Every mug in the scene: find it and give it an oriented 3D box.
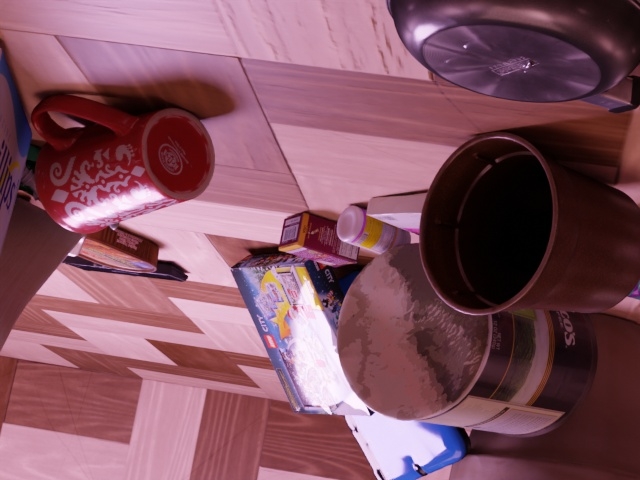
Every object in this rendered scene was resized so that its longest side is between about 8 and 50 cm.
[{"bbox_3d":[-0.206,-0.077,1.408,0.150,0.113,0.169,20,160,-41],"label":"mug"}]

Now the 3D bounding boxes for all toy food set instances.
[{"bbox_3d":[-0.413,0.014,1.613,0.219,0.092,0.306,27,-160,-3],"label":"toy food set"}]

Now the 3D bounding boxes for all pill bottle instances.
[{"bbox_3d":[0.063,-0.009,1.621,0.083,0.043,0.043,19,164,-34],"label":"pill bottle"}]

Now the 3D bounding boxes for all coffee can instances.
[{"bbox_3d":[0.178,0.124,1.675,0.201,0.201,0.275,0,170,36],"label":"coffee can"}]

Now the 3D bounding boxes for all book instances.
[{"bbox_3d":[0.135,-0.016,1.567,0.144,0.035,0.096,21,167,-36],"label":"book"}]

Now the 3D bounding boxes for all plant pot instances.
[{"bbox_3d":[0.356,0.253,1.975,0.323,0.280,0.323,10,167,2],"label":"plant pot"},{"bbox_3d":[0.209,-0.003,1.319,0.165,0.167,0.167,12,168,-39],"label":"plant pot"}]

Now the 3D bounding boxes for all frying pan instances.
[{"bbox_3d":[0.175,-0.126,1.063,0.197,0.053,0.326,2,161,35],"label":"frying pan"}]

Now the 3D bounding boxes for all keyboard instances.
[{"bbox_3d":[-0.299,0.037,2.129,0.180,0.023,0.108,5,172,17],"label":"keyboard"}]

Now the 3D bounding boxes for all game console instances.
[{"bbox_3d":[0.097,0.186,2.016,0.250,0.293,0.173,-33,176,42],"label":"game console"}]

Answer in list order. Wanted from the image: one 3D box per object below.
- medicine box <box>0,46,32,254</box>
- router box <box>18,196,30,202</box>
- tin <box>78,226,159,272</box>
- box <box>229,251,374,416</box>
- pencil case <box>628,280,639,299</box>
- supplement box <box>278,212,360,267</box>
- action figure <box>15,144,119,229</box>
[{"bbox_3d":[-0.392,-0.028,1.351,0.149,0.289,0.263,13,166,-2],"label":"medicine box"},{"bbox_3d":[-0.482,-0.041,1.890,0.179,0.046,0.133,13,166,-12],"label":"router box"},{"bbox_3d":[-0.305,0.004,1.965,0.106,0.040,0.189,-5,160,36],"label":"tin"},{"bbox_3d":[-0.016,0.126,1.906,0.044,0.233,0.159,-35,-161,-37],"label":"box"},{"bbox_3d":[0.295,0.023,1.537,0.151,0.064,0.070,11,-178,-5],"label":"pencil case"},{"bbox_3d":[0.000,0.000,1.704,0.083,0.043,0.055,18,164,-26],"label":"supplement box"},{"bbox_3d":[-0.335,-0.073,1.630,0.232,0.063,0.137,26,163,-39],"label":"action figure"}]
